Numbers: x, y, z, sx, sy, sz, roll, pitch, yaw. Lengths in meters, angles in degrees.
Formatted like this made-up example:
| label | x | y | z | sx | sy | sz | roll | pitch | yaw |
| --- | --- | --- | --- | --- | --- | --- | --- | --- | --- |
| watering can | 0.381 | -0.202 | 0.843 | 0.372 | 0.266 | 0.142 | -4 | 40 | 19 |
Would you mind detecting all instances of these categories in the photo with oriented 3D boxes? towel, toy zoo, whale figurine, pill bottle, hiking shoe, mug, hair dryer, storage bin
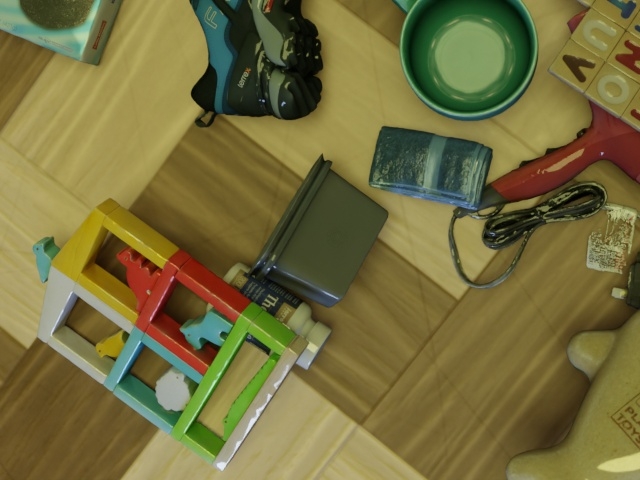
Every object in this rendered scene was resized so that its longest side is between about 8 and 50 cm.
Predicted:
| label | x | y | z | sx | sy | sz | roll | pitch | yaw |
| --- | --- | --- | --- | --- | --- | --- | --- | --- | --- |
| towel | 0.108 | -0.074 | 1.072 | 0.119 | 0.029 | 0.067 | 13 | 93 | 21 |
| toy zoo | -0.175 | 0.087 | 1.098 | 0.293 | 0.030 | 0.192 | 36 | 123 | 5 |
| whale figurine | 0.304 | 0.176 | 0.994 | 0.272 | 0.141 | 0.216 | -38 | 64 | -7 |
| pill bottle | -0.051 | 0.080 | 1.098 | 0.120 | 0.067 | 0.067 | 32 | 97 | 6 |
| hiking shoe | -0.075 | -0.269 | 1.062 | 0.132 | 0.113 | 0.304 | -1 | 86 | 20 |
| mug | 0.141 | -0.193 | 1.038 | 0.129 | 0.097 | 0.158 | -14 | 89 | 11 |
| hair dryer | 0.251 | -0.081 | 1.037 | 0.223 | 0.080 | 0.294 | 11 | 95 | 9 |
| storage bin | 0.000 | 0.000 | 1.073 | 0.091 | 0.098 | 0.135 | 32 | 72 | -4 |

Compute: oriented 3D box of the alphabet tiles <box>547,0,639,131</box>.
| label | x | y | z | sx | sy | sz | roll | pitch | yaw |
| --- | --- | --- | --- | --- | --- | --- | --- | --- | --- |
| alphabet tiles | 0.322 | -0.215 | 1.008 | 0.198 | 0.009 | 0.237 | 34 | 74 | 5 |

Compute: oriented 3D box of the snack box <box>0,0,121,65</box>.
| label | x | y | z | sx | sy | sz | roll | pitch | yaw |
| --- | --- | --- | --- | --- | --- | --- | --- | --- | --- |
| snack box | -0.352 | -0.329 | 1.126 | 0.321 | 0.060 | 0.187 | 22 | 96 | 7 |
